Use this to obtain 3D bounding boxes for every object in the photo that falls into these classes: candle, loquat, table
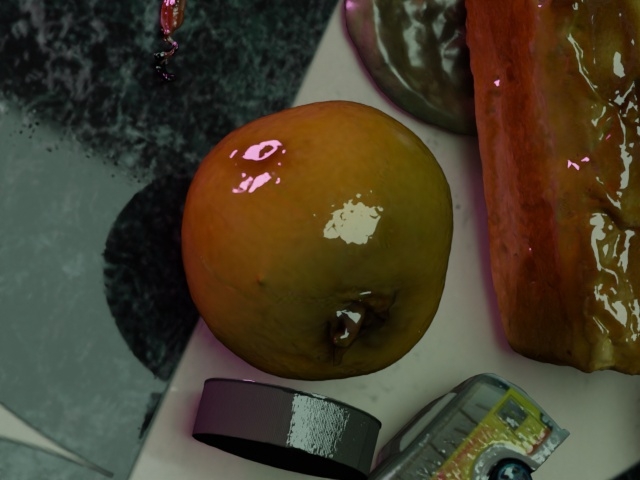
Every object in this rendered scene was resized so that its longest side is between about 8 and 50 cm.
[{"bbox_3d":[-0.111,-0.202,1.301,0.026,0.021,0.167,22,70,-40],"label":"candle"},{"bbox_3d":[0.000,0.000,1.212,0.208,0.208,0.208,4,79,-23],"label":"loquat"},{"bbox_3d":[-0.025,0.138,1.215,0.133,0.133,0.043,19,74,-19],"label":"table"}]

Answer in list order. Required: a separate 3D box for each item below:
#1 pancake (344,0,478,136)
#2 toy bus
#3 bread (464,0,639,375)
[{"bbox_3d":[0.130,-0.201,1.395,0.236,0.042,0.222,-27,97,-23],"label":"pancake"},{"bbox_3d":[0.069,0.212,1.271,0.268,0.092,0.106,-42,88,-24],"label":"toy bus"},{"bbox_3d":[0.220,-0.061,1.310,0.148,0.195,0.344,-9,96,-21],"label":"bread"}]
